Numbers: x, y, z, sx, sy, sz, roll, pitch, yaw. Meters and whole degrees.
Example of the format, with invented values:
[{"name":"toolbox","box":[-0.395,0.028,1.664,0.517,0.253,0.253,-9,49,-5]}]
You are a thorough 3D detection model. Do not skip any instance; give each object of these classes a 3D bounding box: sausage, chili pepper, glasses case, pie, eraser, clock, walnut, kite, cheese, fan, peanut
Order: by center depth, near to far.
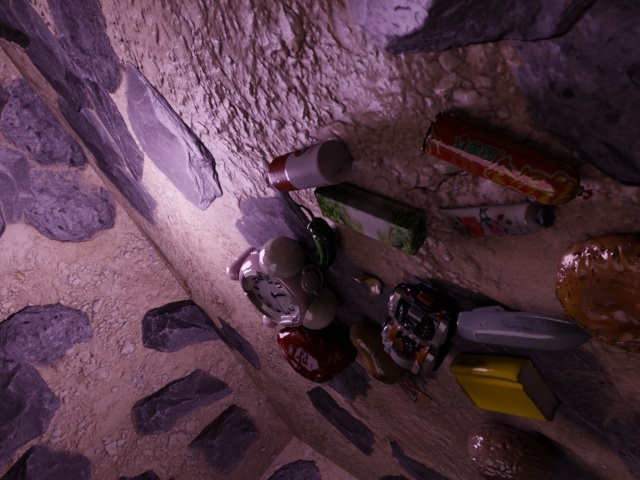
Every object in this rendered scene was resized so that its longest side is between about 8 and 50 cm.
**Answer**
[{"name":"sausage","box":[0.291,-0.125,0.711,0.263,0.083,0.083,30,148,25]},{"name":"pie","box":[0.508,0.101,0.714,0.273,0.069,0.273,37,154,21]},{"name":"glasses case","box":[0.111,-0.061,1.044,0.272,0.062,0.095,26,154,33]},{"name":"eraser","box":[0.448,0.360,1.124,0.158,0.069,0.226,50,151,-12]},{"name":"walnut","box":[0.517,0.590,1.235,0.230,0.178,0.178,5,133,35]},{"name":"cheese","box":[0.133,0.117,1.264,0.084,0.042,0.060,34,161,-10]},{"name":"chili pepper","box":[0.001,0.000,1.266,0.122,0.065,0.279,30,152,20]},{"name":"peanut","box":[0.175,0.359,1.446,0.236,0.110,0.120,51,160,-5]},{"name":"fan","box":[0.330,0.468,1.488,0.055,0.004,0.083,2,130,53]},{"name":"clock","box":[-0.123,0.150,1.517,0.325,0.184,0.342,-11,124,52]},{"name":"kite","box":[0.299,0.493,1.548,0.183,0.014,0.241,31,149,27]},{"name":"walnut","box":[-0.006,0.377,1.643,0.269,0.243,0.222,46,114,13]}]

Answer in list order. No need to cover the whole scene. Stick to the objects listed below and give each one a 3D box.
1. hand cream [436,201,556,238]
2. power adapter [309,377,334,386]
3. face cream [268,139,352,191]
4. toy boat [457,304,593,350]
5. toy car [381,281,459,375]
[{"name":"hand cream","box":[0.313,-0.037,0.829,0.080,0.050,0.234,51,158,-17]},{"name":"power adapter","box":[-0.053,0.463,1.869,0.186,0.124,0.255,6,133,49]},{"name":"face cream","box":[-0.031,-0.169,1.059,0.214,0.096,0.096,0,127,54]},{"name":"toy boat","box":[0.417,0.178,0.936,0.260,0.085,0.078,-3,125,41]},{"name":"toy car","box":[0.247,0.228,1.180,0.193,0.118,0.301,35,149,25]}]
